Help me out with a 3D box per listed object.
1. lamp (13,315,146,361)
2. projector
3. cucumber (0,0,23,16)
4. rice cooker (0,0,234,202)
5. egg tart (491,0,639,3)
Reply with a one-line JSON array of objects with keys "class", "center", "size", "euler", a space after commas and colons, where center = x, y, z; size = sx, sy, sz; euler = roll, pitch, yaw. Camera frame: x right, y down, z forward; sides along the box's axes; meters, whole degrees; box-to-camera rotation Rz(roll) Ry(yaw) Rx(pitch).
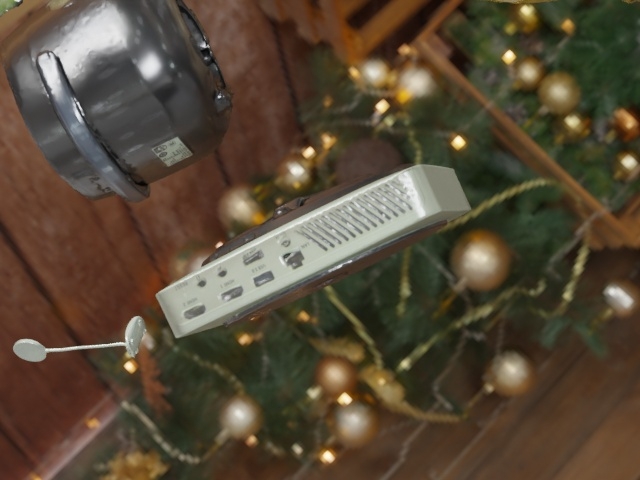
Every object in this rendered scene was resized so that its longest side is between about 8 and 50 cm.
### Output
[{"class": "lamp", "center": [-0.356, 0.147, 1.957], "size": [0.198, 0.056, 0.050], "euler": [-4, 142, 13]}, {"class": "projector", "center": [0.000, 0.000, 1.220], "size": [0.079, 0.257, 0.259], "euler": [64, -168, 3]}, {"class": "cucumber", "center": [-0.369, -0.292, 1.268], "size": [0.244, 0.134, 0.134], "euler": [38, 163, 51]}, {"class": "rice cooker", "center": [-0.236, -0.187, 1.601], "size": [0.267, 0.224, 0.267], "euler": [63, -175, -9]}, {"class": "egg tart", "center": [0.159, -0.336, 1.118], "size": [0.388, 0.388, 0.169], "euler": [38, 133, 24]}]
